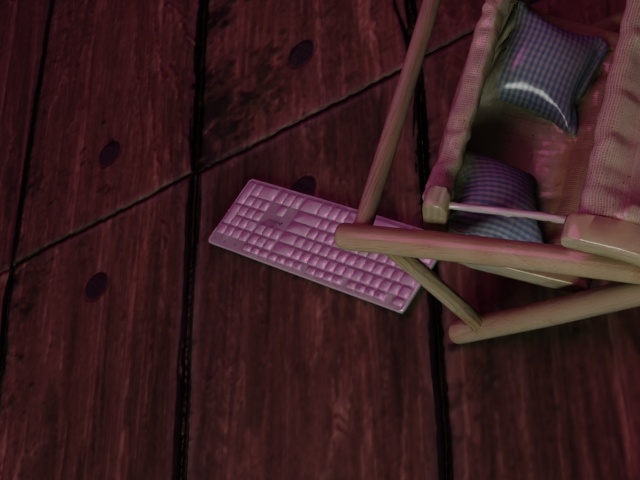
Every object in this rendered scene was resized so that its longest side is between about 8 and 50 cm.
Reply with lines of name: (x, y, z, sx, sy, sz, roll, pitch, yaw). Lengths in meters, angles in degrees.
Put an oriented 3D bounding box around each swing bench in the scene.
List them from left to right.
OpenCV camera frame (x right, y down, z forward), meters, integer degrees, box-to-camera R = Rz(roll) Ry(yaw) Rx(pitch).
swing bench: (0.182, -0.075, 0.931, 0.255, 0.165, 0.253, -4, 59, 40)

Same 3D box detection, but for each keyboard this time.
keyboard: (0.000, 0.000, 1.156, 0.256, 0.014, 0.072, 18, 75, 47)
